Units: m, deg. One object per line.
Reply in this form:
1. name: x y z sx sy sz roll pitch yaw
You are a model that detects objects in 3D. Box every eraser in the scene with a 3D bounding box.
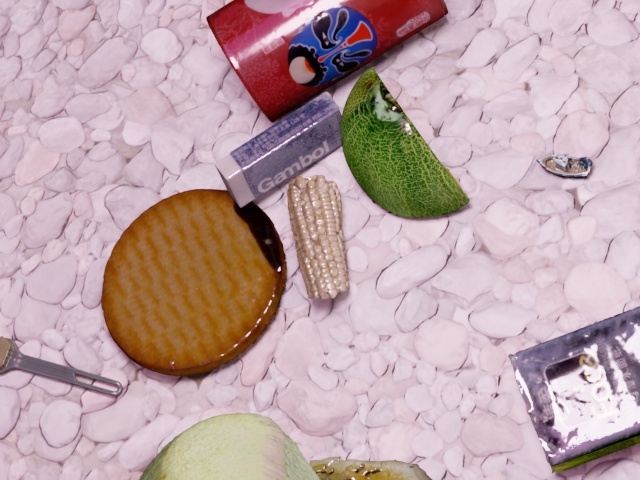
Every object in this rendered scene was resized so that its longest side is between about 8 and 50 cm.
1. eraser: -0.057 -0.141 2.035 0.212 0.092 0.046 -34 58 -6

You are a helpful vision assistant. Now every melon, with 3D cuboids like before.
1. melon: 0.091 -0.145 1.955 0.129 0.169 0.265 -34 59 5

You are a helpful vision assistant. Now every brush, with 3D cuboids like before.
1. brush: -0.432 0.206 2.078 0.266 0.027 0.062 11 73 24

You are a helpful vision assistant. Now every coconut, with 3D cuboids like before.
1. coconut: -0.107 0.397 1.657 0.281 0.328 0.328 -22 58 -19

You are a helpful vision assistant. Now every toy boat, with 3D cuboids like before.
1. toy boat: 0.360 -0.113 1.916 0.083 0.038 0.038 8 71 22

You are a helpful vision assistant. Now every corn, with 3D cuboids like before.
1. corn: 0.000 0.000 1.981 0.087 0.087 0.211 -14 70 14

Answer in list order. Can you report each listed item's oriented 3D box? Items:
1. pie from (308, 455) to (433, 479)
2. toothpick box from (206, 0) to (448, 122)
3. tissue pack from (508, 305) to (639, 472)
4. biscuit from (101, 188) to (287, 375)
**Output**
1. pie: 0.014 0.453 1.776 0.296 0.078 0.371 26 80 29
2. toothpick box: 0.011 -0.358 2.060 0.333 0.204 0.204 -32 60 5
3. tissue pack: 0.392 0.194 1.747 0.235 0.073 0.173 -21 61 10
4. biscuit: -0.202 0.064 2.048 0.318 0.040 0.318 -9 63 17
